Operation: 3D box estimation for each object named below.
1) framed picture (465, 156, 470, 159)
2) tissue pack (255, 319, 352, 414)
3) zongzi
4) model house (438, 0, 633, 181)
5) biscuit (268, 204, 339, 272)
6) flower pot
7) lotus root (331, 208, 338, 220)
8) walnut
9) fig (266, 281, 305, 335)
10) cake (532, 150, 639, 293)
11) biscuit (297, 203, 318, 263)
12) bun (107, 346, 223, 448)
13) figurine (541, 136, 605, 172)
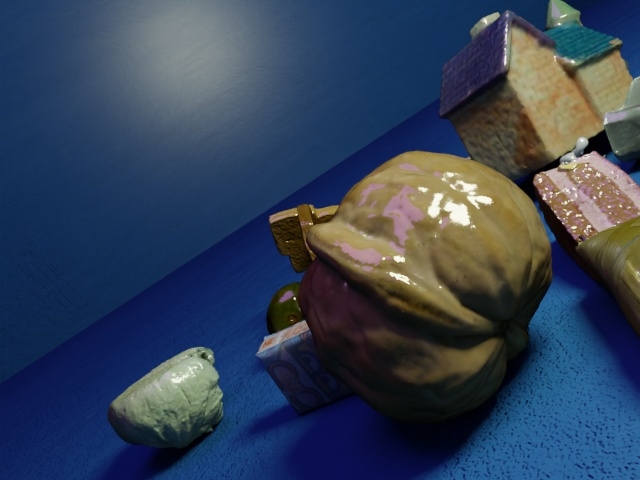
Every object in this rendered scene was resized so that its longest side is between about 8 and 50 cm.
[{"bbox_3d":[0.288,-0.127,1.673,0.213,0.016,0.289,-27,12,23],"label":"framed picture"},{"bbox_3d":[0.006,0.160,0.958,0.155,0.116,0.065,-26,16,24],"label":"tissue pack"},{"bbox_3d":[0.378,-0.005,0.674,0.228,0.115,0.256,-34,12,13],"label":"zongzi"},{"bbox_3d":[0.392,-0.291,1.288,0.312,0.280,0.245,-29,-2,-26],"label":"model house"},{"bbox_3d":[0.000,0.000,1.390,0.212,0.238,0.041,-51,26,29],"label":"biscuit"},{"bbox_3d":[0.557,-0.213,1.118,0.108,0.103,0.229,-16,19,50],"label":"flower pot"},{"bbox_3d":[0.101,0.004,1.210,0.193,0.193,0.291,-29,12,15],"label":"lotus root"},{"bbox_3d":[0.114,0.046,0.788,0.297,0.285,0.285,-63,12,2],"label":"walnut"},{"bbox_3d":[-0.031,0.130,1.252,0.117,0.117,0.177,-29,-8,13],"label":"fig"},{"bbox_3d":[0.358,-0.023,0.859,0.115,0.113,0.295,-32,22,7],"label":"cake"},{"bbox_3d":[0.004,0.049,1.251,0.034,0.182,0.215,-21,56,4],"label":"biscuit"},{"bbox_3d":[-0.232,0.262,1.126,0.203,0.127,0.212,-27,5,23],"label":"bun"},{"bbox_3d":[0.418,-0.118,1.137,0.086,0.082,0.094,-55,-11,3],"label":"figurine"}]
